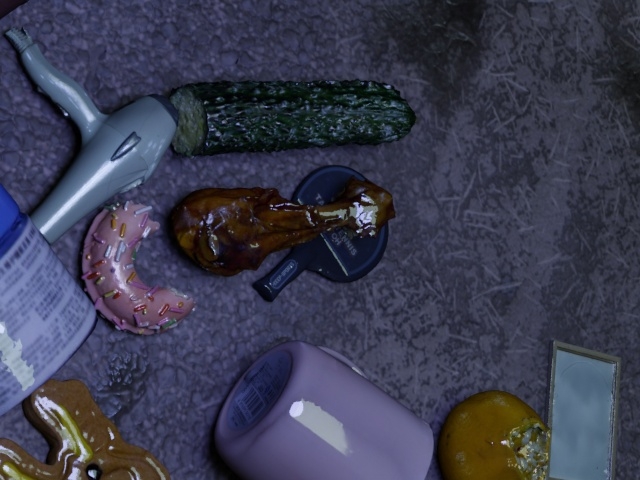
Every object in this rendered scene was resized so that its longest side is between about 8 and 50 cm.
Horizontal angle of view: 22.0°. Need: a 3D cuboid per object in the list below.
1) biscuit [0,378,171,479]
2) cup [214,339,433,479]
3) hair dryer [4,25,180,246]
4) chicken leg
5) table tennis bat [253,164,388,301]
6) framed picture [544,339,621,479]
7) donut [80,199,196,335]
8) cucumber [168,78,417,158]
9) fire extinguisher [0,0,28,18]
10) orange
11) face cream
[{"bbox_3d":[-0.248,0.297,1.844,0.295,0.044,0.186,46,61,-20],"label":"biscuit"},{"bbox_3d":[0.000,0.217,1.967,0.200,0.191,0.253,40,32,-21],"label":"cup"},{"bbox_3d":[-0.294,-0.104,1.871,0.225,0.088,0.219,27,70,-16],"label":"hair dryer"},{"bbox_3d":[-0.041,-0.019,2.003,0.304,0.093,0.113,-6,62,-30],"label":"chicken leg"},{"bbox_3d":[0.000,0.000,2.089,0.236,0.027,0.150,-42,105,-35],"label":"table tennis bat"},{"bbox_3d":[0.368,0.251,2.321,0.136,0.010,0.201,16,73,-34],"label":"framed picture"},{"bbox_3d":[-0.218,0.042,1.896,0.117,0.065,0.166,-42,105,-34],"label":"donut"},{"bbox_3d":[-0.022,-0.157,2.055,0.359,0.096,0.096,-8,87,-38],"label":"cucumber"},{"bbox_3d":[-0.400,-0.289,1.808,0.138,0.102,0.344,37,56,14],"label":"fire extinguisher"},{"bbox_3d":[0.228,0.271,2.139,0.154,0.134,0.155,4,81,-28],"label":"orange"},{"bbox_3d":[-0.381,0.067,1.657,0.249,0.249,0.225,-45,107,-33],"label":"face cream"}]
